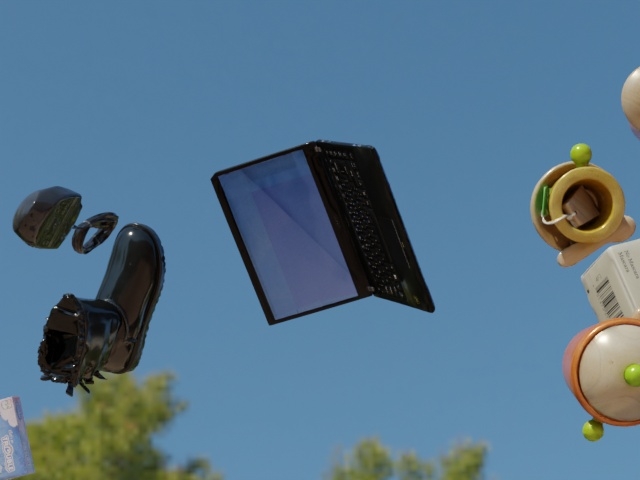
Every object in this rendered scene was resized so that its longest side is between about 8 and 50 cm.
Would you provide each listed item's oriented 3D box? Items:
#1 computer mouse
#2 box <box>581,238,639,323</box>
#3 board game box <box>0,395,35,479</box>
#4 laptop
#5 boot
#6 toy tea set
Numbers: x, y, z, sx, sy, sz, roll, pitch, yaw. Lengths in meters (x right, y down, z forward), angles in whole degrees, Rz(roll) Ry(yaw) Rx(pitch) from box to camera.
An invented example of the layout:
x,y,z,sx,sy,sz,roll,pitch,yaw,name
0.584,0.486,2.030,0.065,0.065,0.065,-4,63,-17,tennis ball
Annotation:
x,y,z,sx,sy,sz,roll,pitch,yaw,name
-0.276,-0.023,1.832,0.041,0.071,0.242,31,2,12,computer mouse
0.432,0.039,1.833,0.275,0.113,0.094,-15,-19,-19,box
-0.375,0.231,1.925,0.090,0.090,0.020,-17,-9,18,board game box
0.000,0.000,2.217,0.136,0.234,0.264,-28,17,-20,laptop
-0.157,0.047,1.208,0.045,0.121,0.099,14,6,23,boot
0.296,0.013,1.500,0.200,0.336,0.124,-12,2,-5,toy tea set
